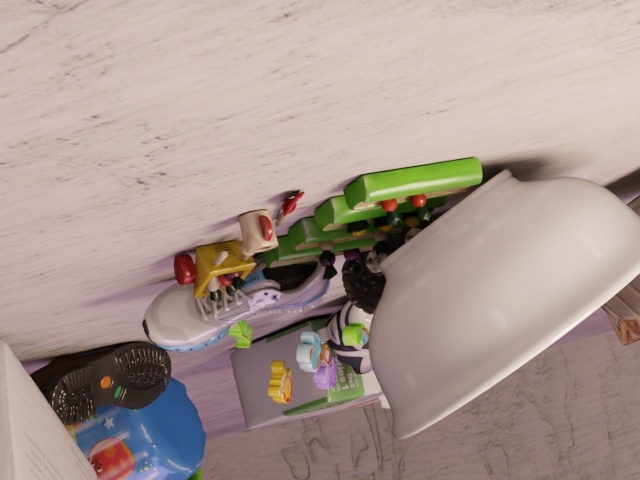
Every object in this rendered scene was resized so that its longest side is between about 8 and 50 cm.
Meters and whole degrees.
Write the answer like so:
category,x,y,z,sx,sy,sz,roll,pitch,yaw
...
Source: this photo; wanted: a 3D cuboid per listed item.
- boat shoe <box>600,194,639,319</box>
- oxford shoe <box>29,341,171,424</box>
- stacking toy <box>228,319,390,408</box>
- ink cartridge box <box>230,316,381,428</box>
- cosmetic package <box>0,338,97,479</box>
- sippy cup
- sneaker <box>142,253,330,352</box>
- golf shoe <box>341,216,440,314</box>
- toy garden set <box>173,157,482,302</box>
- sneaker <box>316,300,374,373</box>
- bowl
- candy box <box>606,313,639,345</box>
category,x,y,z,sx,sy,sz,roll,pitch,yaw
boat shoe,0.393,-0.039,1.570,0.130,0.132,0.355,-39,-174,-38
oxford shoe,-0.268,0.160,1.884,0.096,0.082,0.227,7,-173,36
stacking toy,-0.006,0.152,1.946,0.167,0.052,0.221,1,156,18
ink cartridge box,0.048,0.171,2.224,0.278,0.117,0.201,-7,168,-39
cosmetic package,-0.407,0.372,1.613,0.329,0.393,0.327,-15,145,2
sippy cup,-0.283,0.276,2.102,0.224,0.240,0.305,-29,175,20
sneaker,-0.078,0.046,1.501,0.191,0.071,0.083,-20,166,-13
golf shoe,0.148,0.024,1.575,0.273,0.105,0.120,-11,177,-12
toy garden set,0.000,0.000,1.360,0.204,0.049,0.244,-10,170,-24
sneaker,0.100,0.114,2.045,0.235,0.094,0.153,-7,169,-37
bowl,0.144,0.032,1.371,0.298,0.134,0.298,-38,177,-2
candy box,0.519,0.025,1.996,0.316,0.087,0.183,-25,171,-3
